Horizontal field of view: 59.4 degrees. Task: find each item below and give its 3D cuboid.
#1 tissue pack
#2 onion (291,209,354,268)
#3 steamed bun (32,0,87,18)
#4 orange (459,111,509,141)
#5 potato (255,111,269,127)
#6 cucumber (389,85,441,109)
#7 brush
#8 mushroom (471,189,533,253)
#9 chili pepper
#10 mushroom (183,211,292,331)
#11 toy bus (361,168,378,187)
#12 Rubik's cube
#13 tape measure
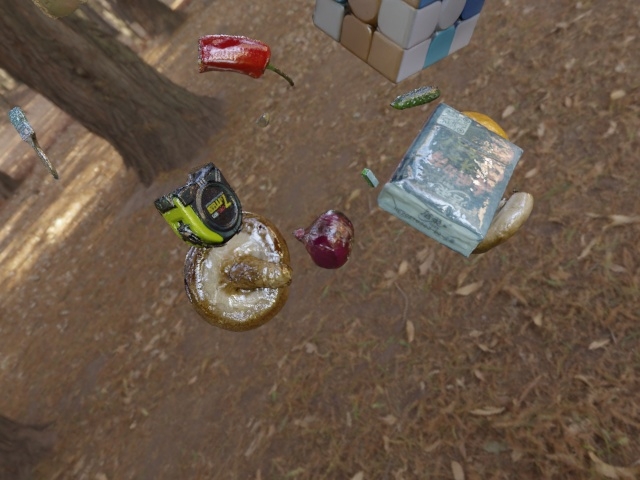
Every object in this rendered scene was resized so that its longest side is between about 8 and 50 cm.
[{"bbox_3d":[0.287,-0.143,1.215,0.315,0.228,0.103,-55,-6,-36],"label":"tissue pack"},{"bbox_3d":[0.000,0.000,1.879,0.218,0.195,0.140,10,38,13],"label":"onion"},{"bbox_3d":[-0.664,-0.693,1.428,0.171,0.225,0.200,-5,10,-12],"label":"steamed bun"},{"bbox_3d":[0.461,-0.275,1.868,0.341,0.293,0.340,-27,23,13],"label":"orange"},{"bbox_3d":[-0.183,-0.401,1.866,0.037,0.036,0.093,-49,17,-19],"label":"potato"},{"bbox_3d":[0.360,-0.541,2.138,0.227,0.069,0.069,-21,24,-20],"label":"cucumber"},{"bbox_3d":[-0.718,-0.241,1.415,0.070,0.196,0.021,-12,23,44],"label":"brush"},{"bbox_3d":[0.441,-0.040,1.544,0.286,0.156,0.151,-9,64,26],"label":"mushroom"},{"bbox_3d":[-0.236,-0.613,1.874,0.134,0.338,0.131,161,109,-70],"label":"chili pepper"},{"bbox_3d":[-0.241,0.096,1.657,0.345,0.239,0.345,-5,59,8],"label":"mushroom"},{"bbox_3d":[0.186,-0.232,2.096,0.037,0.083,0.031,19,69,46],"label":"toy bus"},{"bbox_3d":[0.228,-0.697,1.509,0.347,0.347,0.344,-36,67,-28],"label":"Rubik's cube"},{"bbox_3d":[-0.279,-0.067,1.331,0.112,0.186,0.199,-19,22,41],"label":"tape measure"}]
